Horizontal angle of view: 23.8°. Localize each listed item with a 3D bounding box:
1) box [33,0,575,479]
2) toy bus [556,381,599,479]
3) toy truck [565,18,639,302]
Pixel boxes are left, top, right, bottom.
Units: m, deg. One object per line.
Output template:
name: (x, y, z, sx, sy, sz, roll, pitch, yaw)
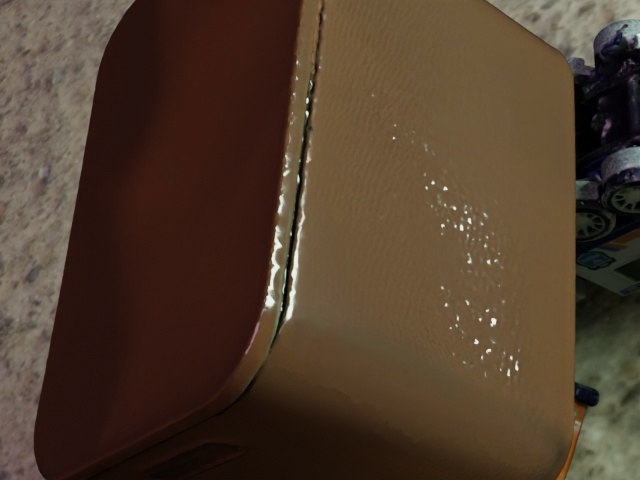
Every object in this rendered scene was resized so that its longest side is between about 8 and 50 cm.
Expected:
box: (0.000, 0.000, 0.915, 0.239, 0.229, 0.339, -29, 45, 45)
toy bus: (0.056, 0.119, 1.085, 0.265, 0.121, 0.120, 7, 79, 44)
toy truck: (0.184, -0.029, 1.033, 0.268, 0.155, 0.124, -29, 47, 45)
